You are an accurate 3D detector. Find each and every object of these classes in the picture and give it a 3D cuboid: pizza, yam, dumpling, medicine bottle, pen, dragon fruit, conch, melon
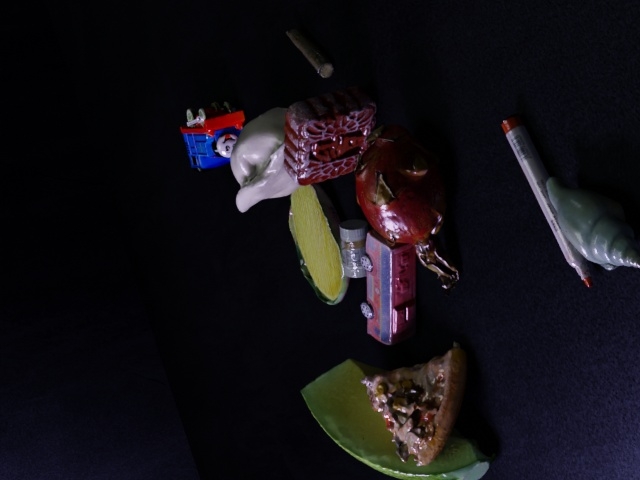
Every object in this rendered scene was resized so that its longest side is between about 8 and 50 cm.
[{"bbox_3d":[0.123,0.221,1.714,0.195,0.052,0.185,10,77,51],"label":"pizza"},{"bbox_3d":[-0.019,-0.301,1.871,0.033,0.027,0.129,37,-168,-49],"label":"yam"},{"bbox_3d":[-0.084,-0.137,1.980,0.250,0.132,0.162,-33,37,58],"label":"dumpling"},{"bbox_3d":[0.057,0.012,1.886,0.047,0.047,0.083,35,137,59],"label":"medicine bottle"},{"bbox_3d":[0.261,-0.045,1.354,0.218,0.026,0.026,67,158,16],"label":"pen"},{"bbox_3d":[0.127,-0.037,1.606,0.125,0.125,0.246,0,122,55],"label":"dragon fruit"},{"bbox_3d":[0.296,-0.012,1.253,0.065,0.088,0.180,-50,35,12],"label":"conch"},{"bbox_3d":[0.126,0.295,1.786,0.323,0.196,0.124,36,110,53],"label":"melon"}]

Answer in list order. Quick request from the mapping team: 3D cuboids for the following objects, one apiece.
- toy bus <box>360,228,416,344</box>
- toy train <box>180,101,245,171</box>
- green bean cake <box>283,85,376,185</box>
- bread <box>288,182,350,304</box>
[{"bbox_3d":[0.105,0.068,1.783,0.077,0.065,0.192,38,140,46],"label":"toy bus"},{"bbox_3d":[-0.208,-0.204,2.353,0.204,0.082,0.131,-168,64,-69],"label":"toy train"},{"bbox_3d":[0.014,-0.151,1.745,0.056,0.135,0.136,55,153,39],"label":"green bean cake"},{"bbox_3d":[0.000,0.000,2.043,0.228,0.033,0.229,165,90,-71],"label":"bread"}]
